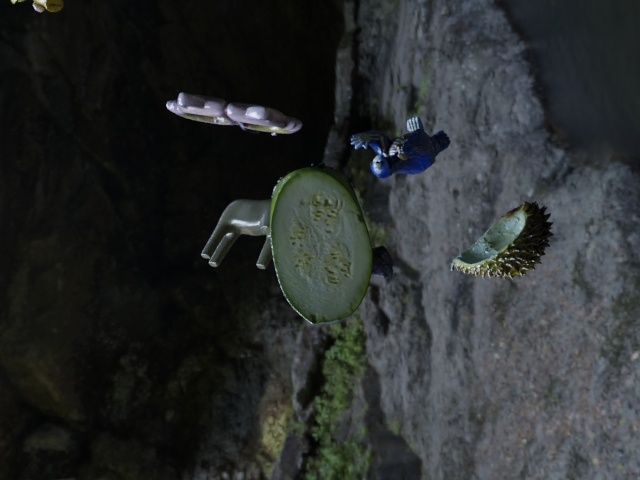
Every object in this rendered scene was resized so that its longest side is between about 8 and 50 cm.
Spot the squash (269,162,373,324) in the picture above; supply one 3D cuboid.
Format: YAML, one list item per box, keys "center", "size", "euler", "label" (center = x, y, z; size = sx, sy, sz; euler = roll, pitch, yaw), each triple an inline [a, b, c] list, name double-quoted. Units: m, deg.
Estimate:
- center: [0.000, 0.000, 1.247]
  size: [0.260, 0.189, 0.189]
  euler: [-97, -6, -52]
  label: "squash"

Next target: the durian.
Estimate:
- center: [0.413, 0.007, 1.493]
  size: [0.139, 0.252, 0.144]
  euler: [45, -174, 35]
  label: "durian"

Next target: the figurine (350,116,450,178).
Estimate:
- center: [0.201, -0.206, 1.628]
  size: [0.164, 0.262, 0.121]
  euler: [35, 133, 37]
  label: "figurine"

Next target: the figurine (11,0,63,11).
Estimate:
- center: [-0.567, -0.525, 1.308]
  size: [0.131, 0.246, 0.156]
  euler: [-15, -41, -46]
  label: "figurine"

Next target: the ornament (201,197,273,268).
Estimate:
- center: [-0.118, -0.049, 1.460]
  size: [0.061, 0.230, 0.245]
  euler: [53, -128, -42]
  label: "ornament"

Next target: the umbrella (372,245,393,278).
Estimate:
- center: [0.052, 0.056, 1.489]
  size: [0.071, 0.224, 0.080]
  euler: [-65, 34, 40]
  label: "umbrella"

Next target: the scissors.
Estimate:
- center: [-0.100, -0.150, 0.850]
  size: [0.317, 0.160, 0.024]
  euler: [-84, 3, -86]
  label: "scissors"
